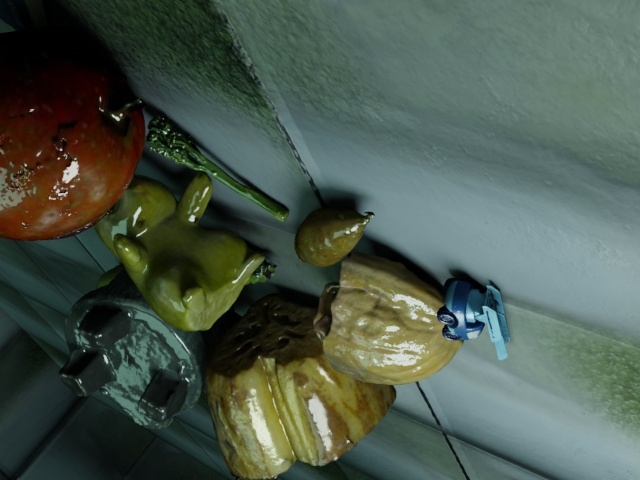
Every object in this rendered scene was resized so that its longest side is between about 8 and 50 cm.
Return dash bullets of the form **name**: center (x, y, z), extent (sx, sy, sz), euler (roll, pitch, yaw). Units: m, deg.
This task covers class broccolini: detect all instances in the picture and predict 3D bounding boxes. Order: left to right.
- **broccolini**: center (-0.149, -0.095, 1.285), extent (0.239, 0.051, 0.054), euler (35, -166, 1)

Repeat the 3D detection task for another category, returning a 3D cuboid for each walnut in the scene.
- **walnut**: center (0.085, 0.130, 1.243), extent (0.204, 0.141, 0.238), euler (33, 159, 1)

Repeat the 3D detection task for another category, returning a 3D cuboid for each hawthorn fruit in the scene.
- **hawthorn fruit**: center (-0.396, -0.153, 1.241), extent (0.316, 0.316, 0.316), euler (31, 156, 16)

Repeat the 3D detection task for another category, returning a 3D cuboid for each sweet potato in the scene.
- **sweet potato**: center (-0.002, 0.001, 1.213), extent (0.075, 0.075, 0.269), euler (41, 161, -6)

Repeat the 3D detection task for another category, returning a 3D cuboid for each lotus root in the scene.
- **lotus root**: center (-0.056, 0.246, 1.491), extent (0.316, 0.316, 0.250), euler (6, 129, 52)

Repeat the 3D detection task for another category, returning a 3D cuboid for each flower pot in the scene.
- **flower pot**: center (-0.310, 0.196, 1.648), extent (0.299, 0.283, 0.299), euler (11, 122, 18)

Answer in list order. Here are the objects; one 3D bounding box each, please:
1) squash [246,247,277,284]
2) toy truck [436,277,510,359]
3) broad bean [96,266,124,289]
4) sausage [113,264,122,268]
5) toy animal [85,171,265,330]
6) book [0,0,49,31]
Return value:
- **squash**: center (-0.192, 0.031, 1.533), extent (0.331, 0.087, 0.087), euler (12, 146, 42)
- **toy truck**: center (0.195, 0.103, 1.136), extent (0.074, 0.063, 0.136), euler (4, 147, 22)
- **broad bean**: center (-0.438, 0.134, 2.054), extent (0.174, 0.124, 0.082), euler (56, -168, -32)
- **sausage**: center (-0.443, 0.108, 2.104), extent (0.030, 0.035, 0.147), euler (62, 177, 44)
- **toy animal**: center (-0.265, -0.026, 1.382), extent (0.363, 0.181, 0.180), euler (48, 146, 2)
- **book**: center (-0.549, -0.466, 1.194), extent (0.428, 0.039, 0.300), euler (35, 157, 9)
